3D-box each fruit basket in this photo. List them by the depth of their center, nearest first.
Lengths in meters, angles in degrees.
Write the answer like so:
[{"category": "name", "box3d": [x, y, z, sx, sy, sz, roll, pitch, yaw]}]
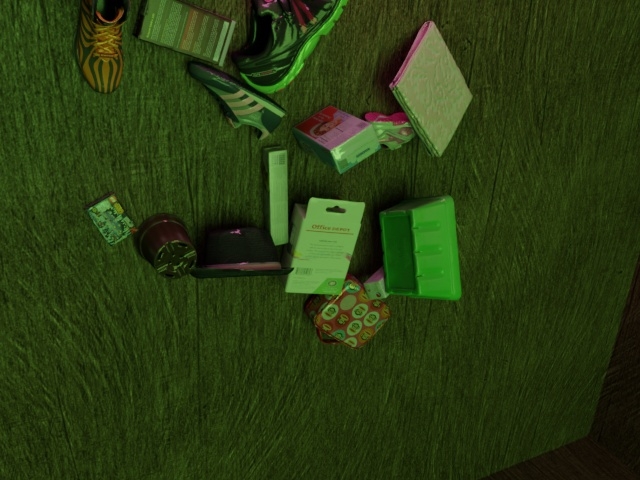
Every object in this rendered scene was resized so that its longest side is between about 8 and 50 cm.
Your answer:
[{"category": "fruit basket", "box3d": [0.392, 0.026, 2.251, 0.392, 0.283, 0.391, 1, 88, -38]}]

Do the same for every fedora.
[{"category": "fedora", "box3d": [-0.242, 0.037, 1.949, 0.334, 0.334, 0.152, -1, 88, -29]}]

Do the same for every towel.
[{"category": "towel", "box3d": [0.369, -0.491, 2.077, 0.331, 0.054, 0.316, 50, 59, -36]}]

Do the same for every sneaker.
[{"category": "sneaker", "box3d": [-0.536, -0.510, 1.550, 0.125, 0.180, 0.320, -10, 117, -25]}, {"category": "sneaker", "box3d": [-0.077, -0.642, 1.744, 0.202, 0.185, 0.482, 26, 98, -40]}, {"category": "sneaker", "box3d": [-0.253, -0.393, 1.812, 0.319, 0.112, 0.131, 25, 108, -30]}, {"category": "sneaker", "box3d": [0.249, -0.362, 2.120, 0.253, 0.103, 0.111, -2, 122, -26]}]

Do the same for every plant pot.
[{"category": "plant pot", "box3d": [-0.449, 0.026, 1.868, 0.167, 0.165, 0.166, -12, 119, -23]}]

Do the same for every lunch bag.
[{"category": "lunch bag", "box3d": [0.092, 0.273, 2.317, 0.258, 0.120, 0.293, -50, 127, 1]}]

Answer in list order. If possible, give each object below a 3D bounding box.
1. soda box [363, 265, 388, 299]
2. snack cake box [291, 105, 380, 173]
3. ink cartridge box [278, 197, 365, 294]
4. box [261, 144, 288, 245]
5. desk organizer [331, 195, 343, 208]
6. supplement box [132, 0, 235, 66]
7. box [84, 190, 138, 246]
[{"category": "soda box", "box3d": [0.245, 0.135, 2.295, 0.216, 0.074, 0.069, -36, 108, -49]}, {"category": "snack cake box", "box3d": [0.043, -0.311, 1.918, 0.152, 0.264, 0.089, -34, 125, -11]}, {"category": "ink cartridge box", "box3d": [0.000, 0.000, 2.097, 0.207, 0.119, 0.353, 5, 118, -21]}, {"category": "box", "box3d": [-0.144, -0.142, 2.020, 0.067, 0.063, 0.323, -12, 118, -22]}, {"category": "desk organizer", "box3d": [0.063, -0.083, 2.175, 0.050, 0.047, 0.130, -30, 124, -16]}, {"category": "supplement box", "box3d": [-0.362, -0.566, 1.688, 0.240, 0.073, 0.130, 11, 106, -34]}, {"category": "box", "box3d": [-0.603, -0.062, 1.825, 0.094, 0.027, 0.137, -34, 125, -12]}]
